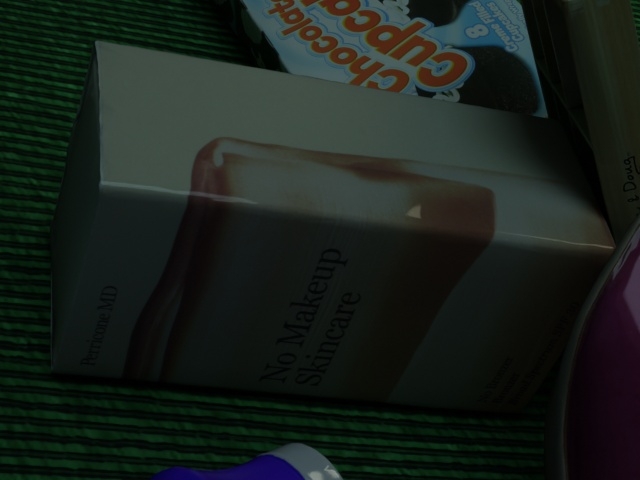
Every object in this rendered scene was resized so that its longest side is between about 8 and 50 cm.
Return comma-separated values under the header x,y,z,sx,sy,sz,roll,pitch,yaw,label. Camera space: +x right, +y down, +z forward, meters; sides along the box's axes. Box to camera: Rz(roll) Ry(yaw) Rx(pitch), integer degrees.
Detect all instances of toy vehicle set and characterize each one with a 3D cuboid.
x,y,z,sx,sy,sz,roll,pitch,yaw,label
0.177,-0.054,0.792,0.035,0.267,0.166,-17,26,5,toy vehicle set

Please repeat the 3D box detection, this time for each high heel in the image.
x,y,z,sx,sy,sz,roll,pitch,yaw,label
0.186,0.132,0.623,0.181,0.127,0.377,24,75,16,high heel

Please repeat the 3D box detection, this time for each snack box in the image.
x,y,z,sx,sy,sz,roll,pitch,yaw,label
0.045,-0.163,0.967,0.187,0.060,0.322,-23,55,-15,snack box

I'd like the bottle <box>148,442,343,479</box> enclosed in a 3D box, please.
x,y,z,sx,sy,sz,roll,pitch,yaw,label
-0.106,0.166,0.537,0.283,0.118,0.092,-20,56,-38,bottle

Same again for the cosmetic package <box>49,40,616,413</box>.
x,y,z,sx,sy,sz,roll,pitch,yaw,label
0.000,0.000,0.745,0.296,0.153,0.129,7,42,-17,cosmetic package
